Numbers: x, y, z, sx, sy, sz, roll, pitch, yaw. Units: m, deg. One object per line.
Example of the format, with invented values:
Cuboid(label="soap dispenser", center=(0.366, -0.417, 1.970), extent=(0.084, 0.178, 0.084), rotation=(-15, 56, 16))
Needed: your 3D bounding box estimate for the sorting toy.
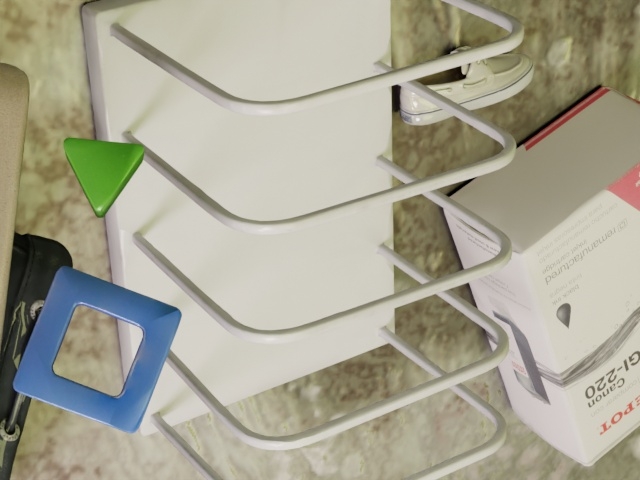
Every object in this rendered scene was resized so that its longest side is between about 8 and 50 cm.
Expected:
Cuboid(label="sorting toy", center=(-0.237, 0.004, 0.707), extent=(0.347, 0.047, 0.196), rotation=(7, 84, -7))

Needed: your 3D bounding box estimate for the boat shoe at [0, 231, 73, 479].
Cuboid(label="boat shoe", center=(-0.196, 0.147, 0.829), extent=(0.113, 0.127, 0.340), rotation=(3, 102, -24))

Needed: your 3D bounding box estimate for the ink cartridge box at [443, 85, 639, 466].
Cuboid(label="ink cartridge box", center=(0.196, 0.029, 1.073), extent=(0.158, 0.092, 0.218), rotation=(-36, 131, -16))

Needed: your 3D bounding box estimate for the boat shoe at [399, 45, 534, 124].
Cuboid(label="boat shoe", center=(0.094, -0.106, 0.968), extent=(0.100, 0.035, 0.035), rotation=(-20, 126, -19))

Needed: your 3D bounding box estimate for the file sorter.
Cuboid(label="file sorter", center=(0.000, 0.000, 0.863), extent=(0.192, 0.173, 0.278), rotation=(-18, 123, -27))
